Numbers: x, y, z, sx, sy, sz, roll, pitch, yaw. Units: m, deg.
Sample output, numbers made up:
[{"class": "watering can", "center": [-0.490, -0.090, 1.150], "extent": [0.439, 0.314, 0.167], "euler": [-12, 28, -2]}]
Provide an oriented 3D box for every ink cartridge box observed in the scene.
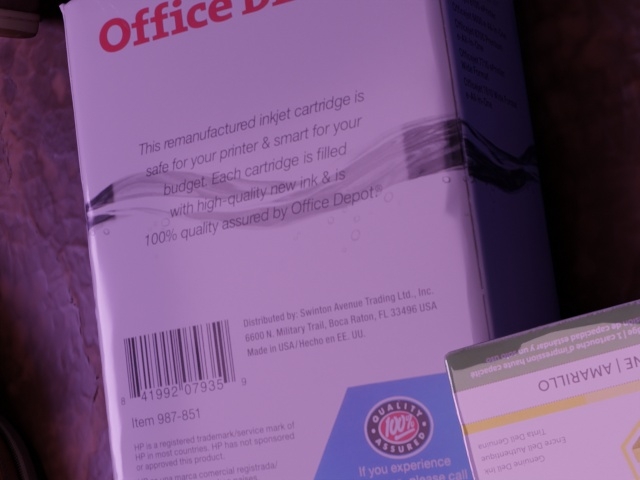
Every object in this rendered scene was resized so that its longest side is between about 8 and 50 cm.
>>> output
[{"class": "ink cartridge box", "center": [0.000, 0.000, 0.814], "extent": [0.223, 0.129, 0.307], "euler": [-11, 81, 26]}, {"class": "ink cartridge box", "center": [0.163, 0.139, 0.633], "extent": [0.171, 0.056, 0.235], "euler": [-17, 79, 20]}]

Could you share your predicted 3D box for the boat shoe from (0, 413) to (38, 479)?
[{"class": "boat shoe", "center": [-0.306, 0.138, 1.128], "extent": [0.111, 0.104, 0.307], "euler": [-43, 60, 19]}]

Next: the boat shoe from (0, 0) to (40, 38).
[{"class": "boat shoe", "center": [-0.308, -0.263, 1.146], "extent": [0.342, 0.123, 0.123], "euler": [43, 118, 42]}]
